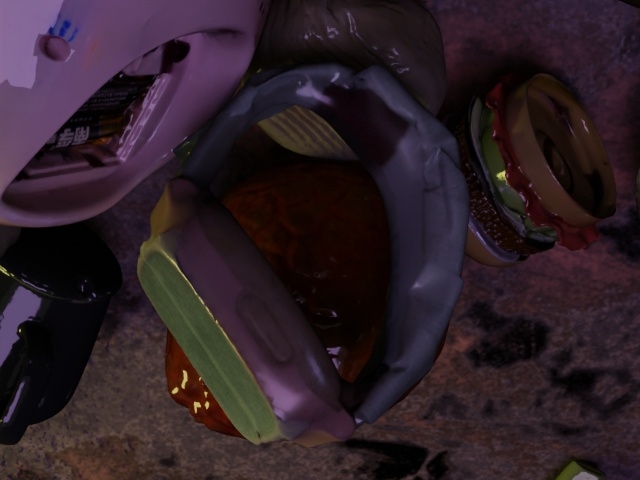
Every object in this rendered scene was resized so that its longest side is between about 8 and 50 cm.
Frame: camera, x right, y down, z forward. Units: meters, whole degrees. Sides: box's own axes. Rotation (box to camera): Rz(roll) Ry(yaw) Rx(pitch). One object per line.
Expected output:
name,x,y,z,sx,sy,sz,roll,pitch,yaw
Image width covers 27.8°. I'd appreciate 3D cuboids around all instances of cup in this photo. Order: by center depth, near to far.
cup,-0.267,0.076,1.138,0.169,0.223,0.177,22,112,-31

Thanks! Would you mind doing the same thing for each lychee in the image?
lychee,-0.008,0.047,1.131,0.255,0.300,0.255,19,139,18

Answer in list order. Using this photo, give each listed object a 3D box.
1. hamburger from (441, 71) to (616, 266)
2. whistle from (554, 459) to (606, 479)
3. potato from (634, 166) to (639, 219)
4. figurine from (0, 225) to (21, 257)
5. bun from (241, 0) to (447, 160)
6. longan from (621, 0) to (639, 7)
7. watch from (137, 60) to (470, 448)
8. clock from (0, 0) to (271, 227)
hamburger,0.164,-0.053,1.117,0.137,0.175,0.175,-29,122,30
whistle,0.227,0.384,1.430,0.141,0.141,0.294,18,120,-16
potato,0.415,-0.084,1.139,0.271,0.111,0.160,-2,118,14
figurine,-0.436,-0.029,1.077,0.386,0.207,0.166,-4,158,17
bun,0.019,-0.153,1.062,0.166,0.113,0.173,-5,143,6
longan,0.252,-0.320,0.841,0.404,0.336,0.404,14,158,6
watch,0.000,0.000,0.955,0.241,0.162,0.253,-34,90,-21
clock,-0.167,-0.199,0.878,0.250,0.368,0.377,40,112,14
